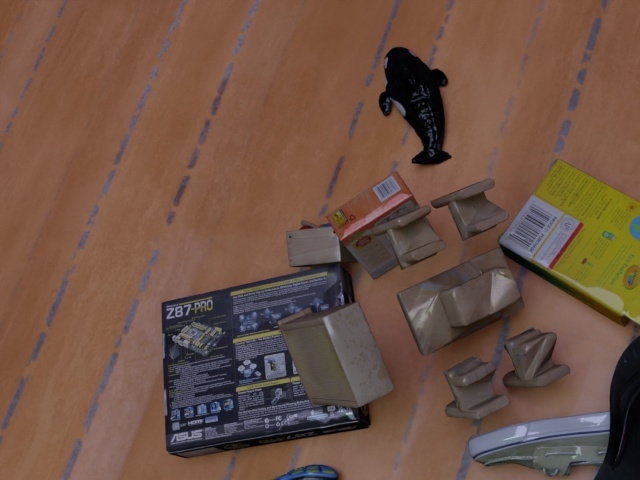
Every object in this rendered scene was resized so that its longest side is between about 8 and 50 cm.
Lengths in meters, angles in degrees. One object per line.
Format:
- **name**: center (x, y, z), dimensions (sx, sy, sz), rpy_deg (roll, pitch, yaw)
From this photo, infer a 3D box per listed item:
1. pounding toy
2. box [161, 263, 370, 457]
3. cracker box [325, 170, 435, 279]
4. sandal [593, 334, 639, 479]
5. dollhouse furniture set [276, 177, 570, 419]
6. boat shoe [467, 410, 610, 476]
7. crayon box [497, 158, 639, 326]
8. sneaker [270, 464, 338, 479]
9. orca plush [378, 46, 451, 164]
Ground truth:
- **pounding toy**: center (0.000, 0.000, 1.870), dimensions (0.130, 0.141, 0.100), rpy_deg (-6, 87, 21)
- **box**: center (-0.118, 0.240, 1.831), dimensions (0.395, 0.097, 0.318), rpy_deg (-13, 68, 14)
- **cracker box**: center (0.122, -0.024, 1.768), dimensions (0.156, 0.232, 0.067), rpy_deg (-33, 62, 5)
- **sandal**: center (0.529, 0.318, 1.468), dimensions (0.168, 0.107, 0.445), rpy_deg (20, 56, 13)
- **dollhouse furniture set**: center (0.162, 0.140, 1.636), dimensions (0.394, 0.256, 0.362), rpy_deg (-23, 90, -21)
- **boat shoe**: center (0.407, 0.357, 1.592), dimensions (0.302, 0.109, 0.094), rpy_deg (-13, 68, 12)
- **crayon box**: center (0.515, 0.014, 1.698), dimensions (0.319, 0.081, 0.202), rpy_deg (35, 84, 28)
- **sneaker**: center (-0.050, 0.475, 1.742), dimensions (0.188, 0.067, 0.078), rpy_deg (-24, 85, 8)
- **orca plush**: center (0.185, -0.295, 1.923), dimensions (0.151, 0.102, 0.287), rpy_deg (-8, 68, 17)
